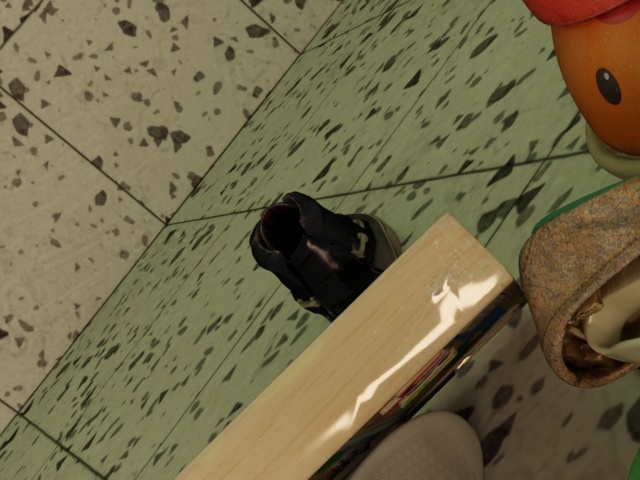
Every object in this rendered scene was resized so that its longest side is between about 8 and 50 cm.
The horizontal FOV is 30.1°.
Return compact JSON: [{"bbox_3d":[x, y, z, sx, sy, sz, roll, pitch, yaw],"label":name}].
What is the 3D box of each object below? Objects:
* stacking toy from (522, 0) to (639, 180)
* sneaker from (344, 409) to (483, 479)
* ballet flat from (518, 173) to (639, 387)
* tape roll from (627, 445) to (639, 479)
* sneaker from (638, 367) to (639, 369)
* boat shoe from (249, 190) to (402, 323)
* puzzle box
[{"bbox_3d":[0.202,-0.304,0.868,0.350,0.480,0.350,-45,16,16],"label":"stacking toy"},{"bbox_3d":[0.001,0.243,0.827,0.296,0.104,0.147,-56,14,-28],"label":"sneaker"},{"bbox_3d":[0.214,-0.008,0.548,0.316,0.107,0.106,-41,35,49],"label":"ballet flat"},{"bbox_3d":[0.260,0.092,0.467,0.321,0.077,0.321,-46,15,16],"label":"tape roll"},{"bbox_3d":[0.234,0.055,0.787,0.083,0.031,0.035,-51,29,9],"label":"sneaker"},{"bbox_3d":[0.000,0.000,1.297,0.127,0.158,0.340,-49,16,2],"label":"boat shoe"},{"bbox_3d":[0.024,0.112,0.802,0.272,0.052,0.409,-45,-11,5],"label":"puzzle box"}]
